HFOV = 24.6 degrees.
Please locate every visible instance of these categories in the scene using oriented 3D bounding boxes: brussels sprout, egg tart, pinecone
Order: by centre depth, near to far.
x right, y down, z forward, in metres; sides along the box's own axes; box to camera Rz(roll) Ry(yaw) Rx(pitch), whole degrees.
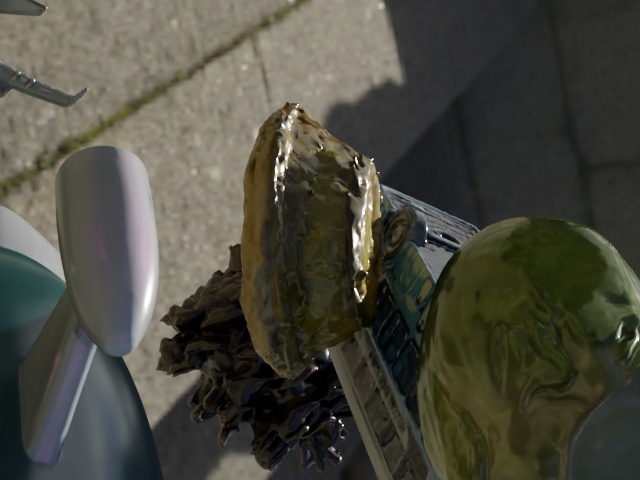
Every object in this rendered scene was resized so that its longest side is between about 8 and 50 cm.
[{"bbox_3d":[0.106,0.061,0.690,0.117,0.155,0.155,0,81,-26],"label":"brussels sprout"},{"bbox_3d":[0.000,0.000,0.955,0.191,0.074,0.191,-1,90,-80],"label":"egg tart"},{"bbox_3d":[-0.058,0.132,1.653,0.243,0.243,0.257,38,30,-59],"label":"pinecone"}]

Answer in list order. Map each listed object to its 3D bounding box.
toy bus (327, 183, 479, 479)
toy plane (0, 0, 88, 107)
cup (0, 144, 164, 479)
[{"bbox_3d":[0.085,0.082,0.981,0.106,0.131,0.297,23,19,-22],"label":"toy bus"},{"bbox_3d":[-0.307,-0.174,1.151,0.251,0.255,0.101,46,58,-13],"label":"toy plane"},{"bbox_3d":[-0.142,0.080,0.560,0.167,0.300,0.173,18,37,-30],"label":"cup"}]
